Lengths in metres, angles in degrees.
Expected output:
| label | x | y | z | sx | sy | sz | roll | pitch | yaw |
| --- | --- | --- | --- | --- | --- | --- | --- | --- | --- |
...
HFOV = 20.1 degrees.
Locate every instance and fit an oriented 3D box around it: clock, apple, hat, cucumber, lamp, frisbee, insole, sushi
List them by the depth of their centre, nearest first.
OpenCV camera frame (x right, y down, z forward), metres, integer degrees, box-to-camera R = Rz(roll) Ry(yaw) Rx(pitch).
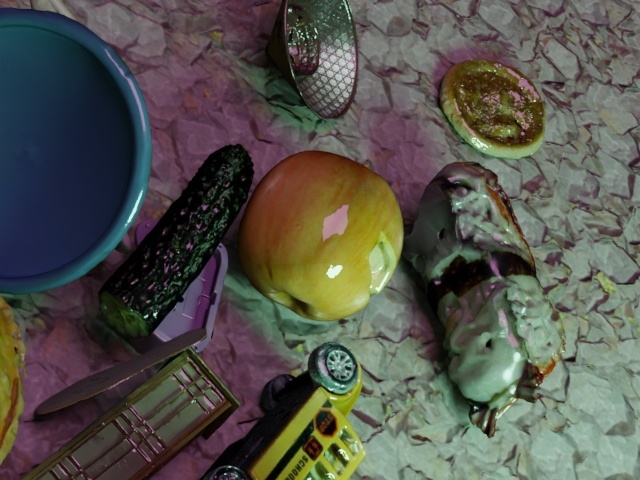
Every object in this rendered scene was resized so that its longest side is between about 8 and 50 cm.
| label | x | y | z | sx | sy | sz | roll | pitch | yaw |
| --- | --- | --- | --- | --- | --- | --- | --- | --- | --- |
| lamp | -0.217 | 0.225 | 1.735 | 0.089 | 0.090 | 0.325 | 48 | 49 | 4 |
| insole | -0.197 | 0.130 | 1.788 | 0.188 | 0.064 | 0.004 | -26 | 107 | -7 |
| frisbee | -0.301 | -0.089 | 1.809 | 0.289 | 0.289 | 0.049 | 53 | 11 | 9 |
| cucumber | -0.137 | -0.012 | 1.882 | 0.072 | 0.072 | 0.300 | 38 | 48 | -4 |
| clock | -0.163 | 0.055 | 1.905 | 0.110 | 0.050 | 0.153 | 24 | 50 | -16 |
| apple | 0.000 | 0.000 | 1.967 | 0.199 | 0.199 | 0.199 | 16 | 53 | -22 |
| sushi | 0.184 | 0.058 | 2.067 | 0.130 | 0.124 | 0.332 | 3 | 57 | -42 |
| hat | -0.030 | -0.234 | 2.165 | 0.193 | 0.082 | 0.193 | 14 | 74 | -62 |

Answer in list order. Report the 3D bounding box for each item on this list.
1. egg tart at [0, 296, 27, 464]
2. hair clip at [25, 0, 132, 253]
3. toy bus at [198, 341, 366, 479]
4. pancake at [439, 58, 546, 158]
| label | x | y | z | sx | sy | sz | roll | pitch | yaw |
| --- | --- | --- | --- | --- | --- | --- | --- | --- | --- |
| egg tart | -0.449 | 0.058 | 1.599 | 0.443 | 0.178 | 0.443 | 23 | 37 | -19 |
| hair clip | -0.252 | -0.122 | 1.902 | 0.113 | 0.172 | 0.282 | 0 | 69 | -2 |
| toy bus | -0.056 | 0.245 | 1.801 | 0.123 | 0.121 | 0.335 | 49 | 48 | -7 |
| pancake | 0.223 | -0.171 | 2.306 | 0.158 | 0.028 | 0.158 | 14 | 56 | -21 |
